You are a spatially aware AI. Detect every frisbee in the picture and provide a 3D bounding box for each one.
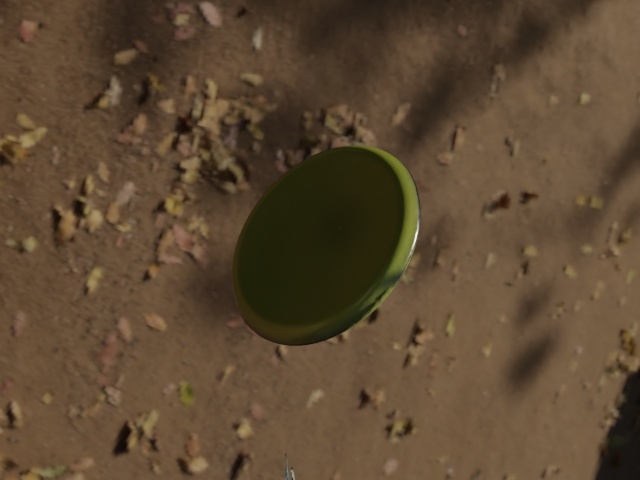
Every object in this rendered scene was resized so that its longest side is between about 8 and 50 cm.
[{"bbox_3d":[0.000,0.000,1.229,0.017,0.236,0.236,41,73,-44],"label":"frisbee"}]

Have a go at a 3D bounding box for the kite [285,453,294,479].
[{"bbox_3d":[-0.022,0.237,0.985,0.005,0.152,0.137,-6,102,1],"label":"kite"}]
